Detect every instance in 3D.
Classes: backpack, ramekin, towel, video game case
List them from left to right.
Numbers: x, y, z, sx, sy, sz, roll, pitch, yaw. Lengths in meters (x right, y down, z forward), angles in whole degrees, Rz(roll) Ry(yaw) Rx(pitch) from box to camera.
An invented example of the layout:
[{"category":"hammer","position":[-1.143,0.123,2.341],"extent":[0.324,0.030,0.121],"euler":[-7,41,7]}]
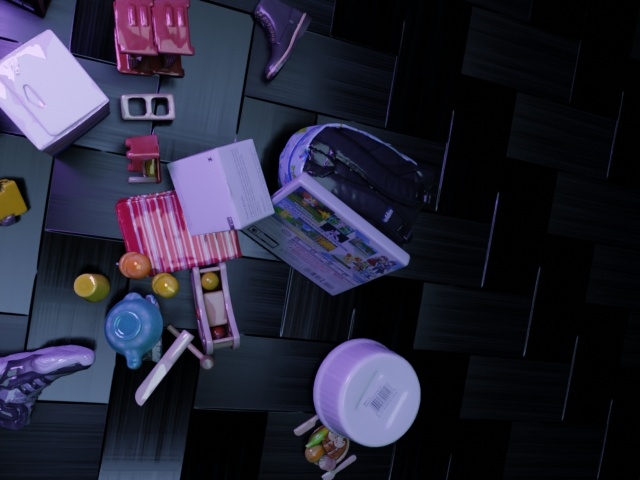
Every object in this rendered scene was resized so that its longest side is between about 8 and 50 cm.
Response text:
[{"category":"towel","position":[-0.340,-0.025,1.385],"extent":[0.275,0.031,0.198],"euler":[-12,100,-18]},{"category":"video game case","position":[0.000,0.000,1.379],"extent":[0.329,0.300,0.036],"euler":[37,54,-19]},{"category":"backpack","position":[0.066,-0.140,1.421],"extent":[0.356,0.273,0.290],"euler":[25,89,-42]},{"category":"ramekin","position":[0.132,0.411,1.524],"extent":[0.277,0.135,0.277],"euler":[0,91,-24]}]

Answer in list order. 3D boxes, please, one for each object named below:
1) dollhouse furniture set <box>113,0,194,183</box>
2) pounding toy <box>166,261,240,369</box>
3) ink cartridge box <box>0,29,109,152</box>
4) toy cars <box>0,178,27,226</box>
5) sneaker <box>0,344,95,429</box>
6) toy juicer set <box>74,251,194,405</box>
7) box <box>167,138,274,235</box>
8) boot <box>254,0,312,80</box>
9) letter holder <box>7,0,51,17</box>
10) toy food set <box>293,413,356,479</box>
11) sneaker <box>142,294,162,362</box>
[{"category":"dollhouse furniture set","position":[-0.361,-0.314,1.258],"extent":[0.152,0.201,0.373],"euler":[-5,96,-19]},{"category":"pounding toy","position":[-0.284,0.194,1.359],"extent":[0.155,0.154,0.269],"euler":[-9,98,-19]},{"category":"ink cartridge box","position":[-0.555,-0.292,1.174],"extent":[0.168,0.233,0.171],"euler":[-42,107,-11]},{"category":"toy cars","position":[-0.782,0.028,1.198],"extent":[0.176,0.087,0.393],"euler":[31,86,-56]},{"category":"sneaker","position":[-0.637,0.330,1.279],"extent":[0.269,0.101,0.153],"euler":[-9,99,-13]},{"category":"toy juicer set","position":[-0.396,0.177,1.301],"extent":[0.209,0.089,0.329],"euler":[-33,80,-6]},{"category":"box","position":[-0.225,-0.117,1.290],"extent":[0.119,0.182,0.180],"euler":[-28,107,-47]},{"category":"boot","position":[-0.124,-0.505,1.400],"extent":[0.137,0.077,0.197],"euler":[31,71,-15]},{"category":"letter holder","position":[-0.677,-0.636,1.144],"extent":[0.302,0.152,0.214],"euler":[23,85,-20]},{"category":"toy food set","position":[0.022,0.569,1.565],"extent":[0.132,0.038,0.192],"euler":[-32,105,-14]},{"category":"sneaker","position":[-0.421,0.213,1.364],"extent":[0.076,0.065,0.166],"euler":[-2,92,-12]}]
